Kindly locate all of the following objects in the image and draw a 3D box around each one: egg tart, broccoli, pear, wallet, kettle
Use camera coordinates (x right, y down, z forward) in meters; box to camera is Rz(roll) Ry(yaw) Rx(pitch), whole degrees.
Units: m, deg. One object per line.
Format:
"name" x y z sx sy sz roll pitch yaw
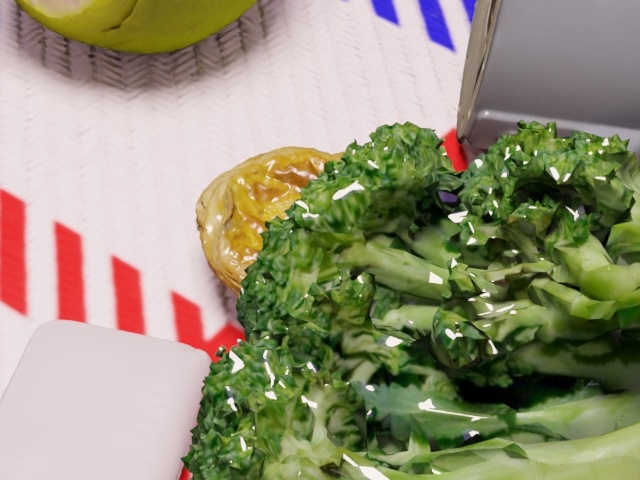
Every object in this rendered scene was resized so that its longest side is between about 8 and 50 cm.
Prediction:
"egg tart" 0.000 0.000 0.866 0.130 0.052 0.130 1 43 -1
"broccoli" 0.091 0.087 0.616 0.308 0.275 0.307 8 69 -21
"pear" -0.100 -0.205 0.999 0.187 0.187 0.219 18 31 15
"wallet" -0.114 0.109 0.754 0.095 0.033 0.190 10 43 9
"kettle" 0.204 -0.086 0.920 0.243 0.160 0.210 12 62 0
